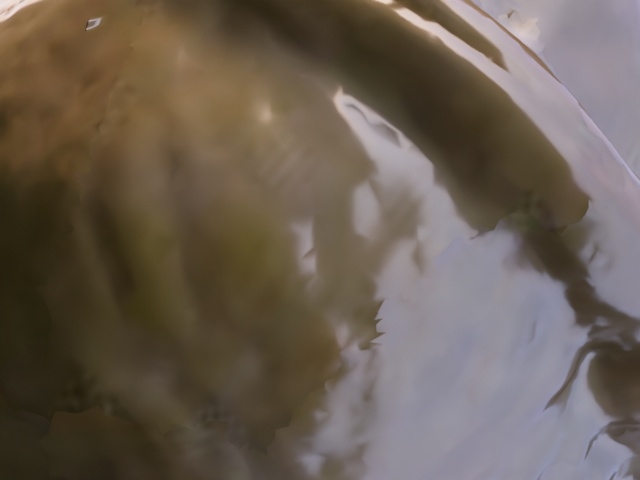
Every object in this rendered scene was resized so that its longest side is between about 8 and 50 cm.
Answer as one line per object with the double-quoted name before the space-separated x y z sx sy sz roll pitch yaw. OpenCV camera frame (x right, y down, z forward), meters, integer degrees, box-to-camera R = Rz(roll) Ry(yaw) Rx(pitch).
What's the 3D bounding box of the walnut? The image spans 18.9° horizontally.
"walnut" 0.000 0.000 0.764 0.381 0.381 0.381 -8 -99 55
